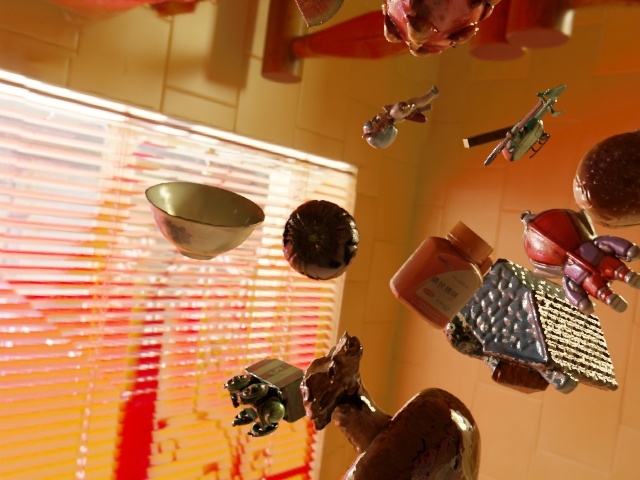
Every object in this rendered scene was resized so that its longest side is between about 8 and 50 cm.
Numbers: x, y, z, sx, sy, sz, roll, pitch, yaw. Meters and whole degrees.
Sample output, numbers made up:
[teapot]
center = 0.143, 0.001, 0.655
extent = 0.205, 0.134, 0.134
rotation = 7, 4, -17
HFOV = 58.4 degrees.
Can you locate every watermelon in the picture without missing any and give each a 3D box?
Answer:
[watermelon]
center = -0.010, -0.705, 1.582
extent = 0.202, 0.207, 0.136
rotation = 37, -147, 2

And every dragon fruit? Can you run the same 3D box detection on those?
[dragon fruit]
center = 0.238, -0.499, 1.117
extent = 0.227, 0.307, 0.243
rotation = 36, -137, -4

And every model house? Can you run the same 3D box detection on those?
[model house]
center = 0.577, 0.288, 1.478
extent = 0.360, 0.297, 0.339
rotation = 23, -162, -32

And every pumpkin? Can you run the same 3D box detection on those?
[pumpkin]
center = 0.000, 0.000, 1.407
extent = 0.201, 0.202, 0.140
rotation = 8, 178, 17

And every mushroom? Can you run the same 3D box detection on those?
[mushroom]
center = 0.117, 0.417, 1.094
extent = 0.356, 0.331, 0.334
rotation = 16, 146, 19

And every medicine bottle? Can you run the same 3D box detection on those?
[medicine bottle]
center = 0.281, 0.071, 1.299
extent = 0.149, 0.222, 0.112
rotation = 37, -170, -12

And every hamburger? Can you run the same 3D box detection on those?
[hamburger]
center = 0.800, -0.159, 1.500
extent = 0.243, 0.286, 0.146
rotation = 32, 171, 30

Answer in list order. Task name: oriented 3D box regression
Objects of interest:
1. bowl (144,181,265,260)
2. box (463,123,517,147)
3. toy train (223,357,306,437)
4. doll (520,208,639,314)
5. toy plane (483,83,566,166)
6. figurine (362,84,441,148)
[bowl]
center = -0.313, -0.036, 1.507
extent = 0.313, 0.146, 0.313
rotation = 15, -161, -5
[box]
center = 0.493, -0.291, 1.566
extent = 0.193, 0.030, 0.121
rotation = -13, -172, 10
[toy train]
center = -0.166, 0.491, 1.806
extent = 0.238, 0.167, 0.299
rotation = -21, -165, -30
[doll]
center = 0.307, 0.010, 0.711
extent = 0.075, 0.102, 0.227
rotation = 29, -166, -21
[toy plane]
center = 0.433, -0.236, 1.191
extent = 0.096, 0.060, 0.235
rotation = -6, 149, -27
[figurine]
center = 0.242, -0.361, 1.685
extent = 0.260, 0.103, 0.205
rotation = -33, -167, 9
